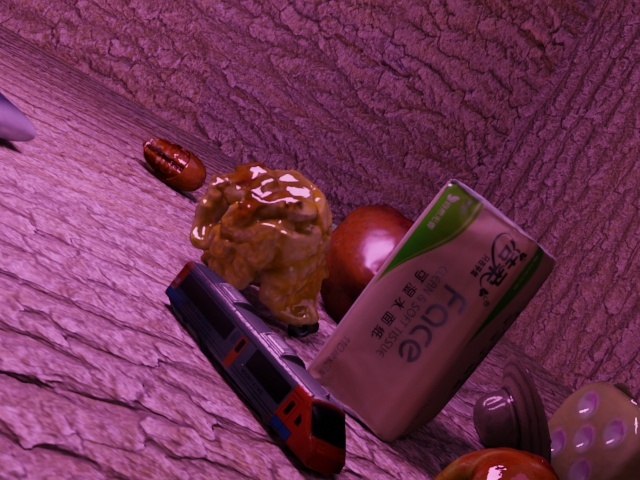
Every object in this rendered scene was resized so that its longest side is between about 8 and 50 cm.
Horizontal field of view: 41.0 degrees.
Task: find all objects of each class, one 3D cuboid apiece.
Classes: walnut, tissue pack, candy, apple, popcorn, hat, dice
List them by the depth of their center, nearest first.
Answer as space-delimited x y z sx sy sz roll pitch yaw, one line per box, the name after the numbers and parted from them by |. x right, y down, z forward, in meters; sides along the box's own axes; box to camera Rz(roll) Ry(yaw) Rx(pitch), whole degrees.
0.189 0.326 0.917 0.196 0.196 0.196 33 7 -5 | apple
0.204 0.125 1.475 0.205 0.405 0.332 40 9 18 | tissue pack
-0.617 -0.244 1.578 0.174 0.071 0.138 37 8 33 | candy
-0.108 -0.006 1.602 0.293 0.237 0.293 3 42 -3 | popcorn
0.366 0.364 1.727 0.110 0.252 0.252 -9 14 -5 | hat
0.618 0.453 1.738 0.252 0.254 0.250 33 10 -21 | dice
-0.383 -0.201 2.214 0.207 0.115 0.116 36 7 18 | walnut

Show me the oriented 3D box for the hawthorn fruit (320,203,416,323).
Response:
0.130 0.079 1.956 0.308 0.308 0.325 35 17 7 | hawthorn fruit

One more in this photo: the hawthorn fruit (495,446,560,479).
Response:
0.274 0.375 1.195 0.148 0.148 0.172 31 24 -21 | hawthorn fruit

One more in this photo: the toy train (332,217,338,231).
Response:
0.000 0.000 2.436 0.272 0.159 0.188 32 -2 -19 | toy train

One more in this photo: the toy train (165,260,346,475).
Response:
-0.086 0.163 1.187 0.086 0.089 0.409 34 4 -45 | toy train
